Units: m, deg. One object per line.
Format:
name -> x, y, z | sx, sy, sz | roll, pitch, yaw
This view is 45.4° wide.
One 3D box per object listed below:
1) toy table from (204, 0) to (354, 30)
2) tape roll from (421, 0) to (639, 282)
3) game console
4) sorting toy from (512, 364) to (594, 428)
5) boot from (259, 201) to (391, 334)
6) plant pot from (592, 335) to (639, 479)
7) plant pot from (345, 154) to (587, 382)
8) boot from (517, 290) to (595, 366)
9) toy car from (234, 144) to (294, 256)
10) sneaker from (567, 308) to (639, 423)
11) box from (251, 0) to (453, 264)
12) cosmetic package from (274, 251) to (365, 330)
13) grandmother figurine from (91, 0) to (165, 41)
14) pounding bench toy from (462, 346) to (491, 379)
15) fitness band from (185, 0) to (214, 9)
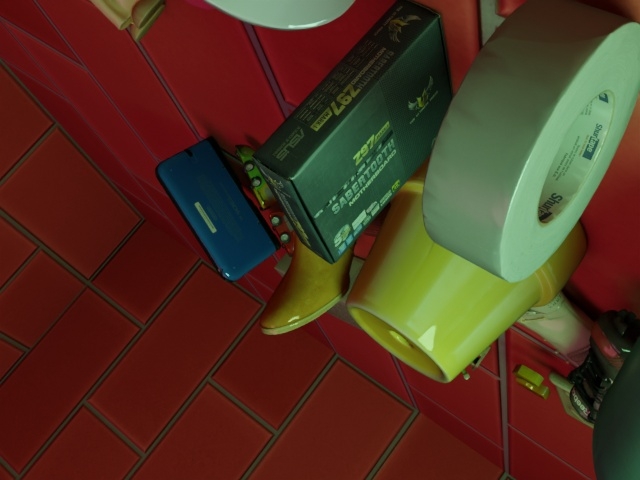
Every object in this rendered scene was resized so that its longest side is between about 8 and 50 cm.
toy table -> -0.065, -0.286, 0.581 | 0.274, 0.252, 0.161 | 31, -175, -12
tape roll -> 0.173, -0.078, 0.610 | 0.072, 0.219, 0.219 | 30, 164, 28
game console -> -0.235, -0.063, 1.707 | 0.173, 0.250, 0.293 | -27, 98, 48
sorting toy -> 0.466, 0.284, 1.317 | 0.307, 0.041, 0.229 | 29, 168, 37
boot -> -0.015, -0.041, 0.999 | 0.104, 0.295, 0.211 | 5, 130, 47
plant pot -> 0.397, 0.142, 0.641 | 0.293, 0.293, 0.235 | 31, 150, 30
plant pot -> 0.164, 0.038, 0.975 | 0.254, 0.239, 0.254 | 36, 167, 9
boot -> 0.332, 0.119, 1.157 | 0.165, 0.077, 0.213 | 38, 166, -8
toy car -> -0.110, -0.107, 1.551 | 0.239, 0.053, 0.225 | 56, 171, 48
sneaker -> 0.389, 0.184, 1.011 | 0.276, 0.135, 0.098 | 45, -157, -48
box -> 0.047, -0.109, 0.810 | 0.059, 0.233, 0.183 | 34, 165, 29
cosmetic package -> 0.050, 0.107, 1.773 | 0.309, 0.113, 0.160 | 23, 159, 50
grandmother figurine -> -0.387, -0.448, 1.134 | 0.342, 0.104, 0.208 | 39, 158, -11
pounding bench toy -> 0.304, 0.243, 1.608 | 0.065, 0.083, 0.052 | 35, 166, 12
fitness band -> -0.175, -0.376, 0.903 | 0.209, 0.054, 0.291 | 41, 168, -12
